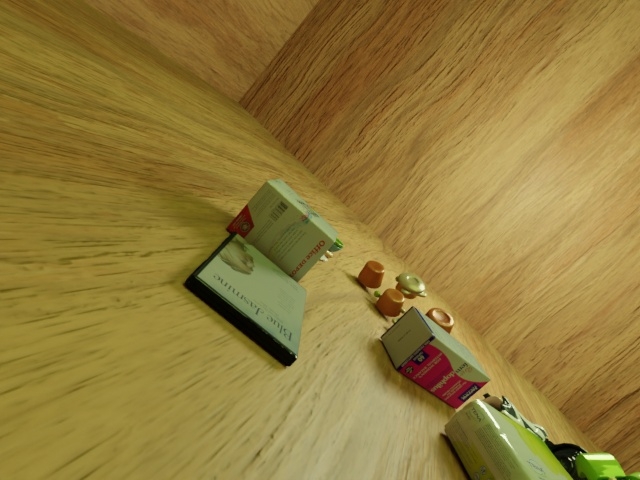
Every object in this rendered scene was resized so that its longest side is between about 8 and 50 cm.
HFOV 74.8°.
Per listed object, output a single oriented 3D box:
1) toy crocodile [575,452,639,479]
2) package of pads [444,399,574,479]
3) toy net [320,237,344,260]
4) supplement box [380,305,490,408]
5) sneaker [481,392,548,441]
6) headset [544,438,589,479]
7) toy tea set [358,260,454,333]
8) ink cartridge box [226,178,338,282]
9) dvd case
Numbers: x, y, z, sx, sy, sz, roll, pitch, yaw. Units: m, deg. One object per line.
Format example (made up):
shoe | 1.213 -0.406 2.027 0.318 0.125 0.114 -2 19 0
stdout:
toy crocodile | 0.589 0.535 0.738 0.115 0.105 0.340 -9 36 -14
package of pads | 0.378 0.437 0.756 0.296 0.101 0.229 37 13 -28
toy net | 0.000 0.000 1.221 0.122 0.045 0.232 44 12 4
supplement box | 0.261 0.268 0.954 0.220 0.111 0.114 37 13 -25
sneaker | 0.467 0.445 1.041 0.235 0.094 0.153 9 43 -53
headset | 0.657 0.578 0.970 0.243 0.185 0.394 44 1 8
toy tea set | 0.231 0.198 1.207 0.200 0.124 0.336 1 36 -27
ink cartridge box | -0.069 -0.020 0.851 0.176 0.128 0.127 43 11 -2
dvd case | -0.100 0.076 0.666 0.180 0.022 0.253 41 12 -9
